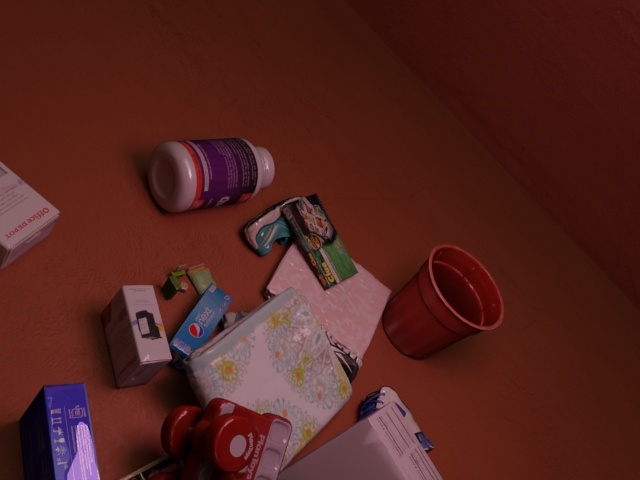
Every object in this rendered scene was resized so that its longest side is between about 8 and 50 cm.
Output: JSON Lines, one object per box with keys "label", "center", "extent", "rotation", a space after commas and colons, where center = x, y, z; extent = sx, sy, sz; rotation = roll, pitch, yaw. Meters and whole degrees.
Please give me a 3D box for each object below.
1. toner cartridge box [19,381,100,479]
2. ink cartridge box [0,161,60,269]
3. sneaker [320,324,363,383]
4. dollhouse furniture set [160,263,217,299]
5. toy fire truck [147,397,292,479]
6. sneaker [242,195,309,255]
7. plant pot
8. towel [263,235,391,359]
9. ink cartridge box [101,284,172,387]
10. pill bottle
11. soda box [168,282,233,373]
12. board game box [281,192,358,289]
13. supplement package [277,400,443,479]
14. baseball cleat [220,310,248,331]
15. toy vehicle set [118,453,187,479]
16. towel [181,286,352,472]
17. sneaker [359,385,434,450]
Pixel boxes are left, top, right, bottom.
{"label": "toner cartridge box", "center": [-0.429, 0.433, 1.074], "extent": [0.075, 0.165, 0.348], "rotation": [3, 55, -38]}
{"label": "ink cartridge box", "center": [-0.684, -0.066, 1.340], "extent": [0.212, 0.093, 0.154], "rotation": [40, 41, -4]}
{"label": "sneaker", "center": [0.004, 0.289, 1.631], "extent": [0.234, 0.078, 0.106], "rotation": [38, 38, -11]}
{"label": "dollhouse furniture set", "center": [-0.308, 0.094, 1.548], "extent": [0.151, 0.058, 0.076], "rotation": [-17, 69, -47]}
{"label": "toy fire truck", "center": [-0.175, 0.454, 1.200], "extent": [0.254, 0.169, 0.302], "rotation": [36, 61, -40]}
{"label": "sneaker", "center": [-0.115, -0.047, 1.826], "extent": [0.275, 0.107, 0.110], "rotation": [-39, 104, -45]}
{"label": "plant pot", "center": [0.332, 0.196, 1.843], "extent": [0.272, 0.265, 0.273], "rotation": [23, 44, -24]}
{"label": "towel", "center": [0.026, 0.143, 1.796], "extent": [0.331, 0.053, 0.317], "rotation": [39, 41, -7]}
{"label": "ink cartridge box", "center": [-0.386, 0.200, 1.338], "extent": [0.072, 0.127, 0.175], "rotation": [2, 56, -42]}
{"label": "pill bottle", "center": [-0.281, -0.180, 1.710], "extent": [0.322, 0.181, 0.182], "rotation": [-13, 65, -45]}
{"label": "soda box", "center": [-0.282, 0.197, 1.471], "extent": [0.067, 0.071, 0.210], "rotation": [38, 40, -7]}
{"label": "board game box", "center": [0.000, 0.000, 1.798], "extent": [0.136, 0.030, 0.260], "rotation": [-22, 83, -49]}
{"label": "supplement package", "center": [0.081, 0.494, 1.319], "extent": [0.204, 0.261, 0.145], "rotation": [57, 22, 13]}
{"label": "baseball cleat", "center": [-0.171, 0.253, 1.505], "extent": [0.109, 0.072, 0.206], "rotation": [-7, 59, -20]}
{"label": "toy vehicle set", "center": [-0.283, 0.502, 1.238], "extent": [0.266, 0.035, 0.166], "rotation": [-17, 69, -47]}
{"label": "towel", "center": [-0.102, 0.313, 1.435], "extent": [0.374, 0.090, 0.321], "rotation": [-33, 98, -46]}
{"label": "sneaker", "center": [0.128, 0.459, 1.570], "extent": [0.315, 0.127, 0.182], "rotation": [8, 48, -44]}
